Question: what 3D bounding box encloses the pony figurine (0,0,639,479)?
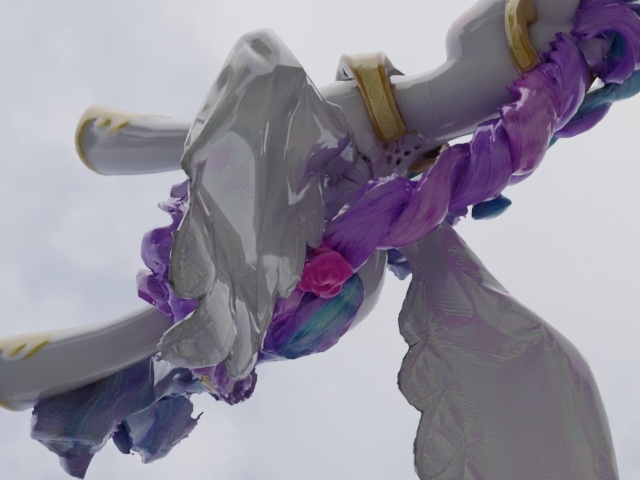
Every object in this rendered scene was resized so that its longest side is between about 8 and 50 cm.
[{"bbox_3d":[0.000,0.000,0.765,0.303,0.363,0.351,45,-139,-31],"label":"pony figurine"}]
